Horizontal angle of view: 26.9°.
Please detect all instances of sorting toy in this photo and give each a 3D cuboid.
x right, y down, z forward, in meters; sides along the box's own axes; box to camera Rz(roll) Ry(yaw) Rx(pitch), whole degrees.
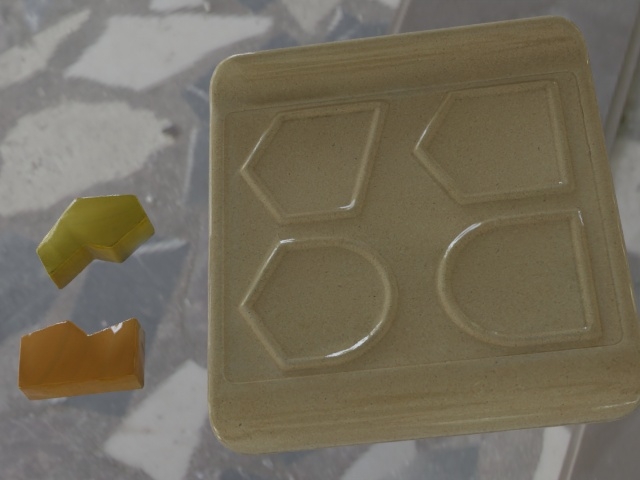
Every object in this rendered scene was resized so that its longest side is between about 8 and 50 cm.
[{"bbox_3d":[0.000,0.000,0.703,0.307,0.041,0.229,-6,61,6],"label":"sorting toy"}]
